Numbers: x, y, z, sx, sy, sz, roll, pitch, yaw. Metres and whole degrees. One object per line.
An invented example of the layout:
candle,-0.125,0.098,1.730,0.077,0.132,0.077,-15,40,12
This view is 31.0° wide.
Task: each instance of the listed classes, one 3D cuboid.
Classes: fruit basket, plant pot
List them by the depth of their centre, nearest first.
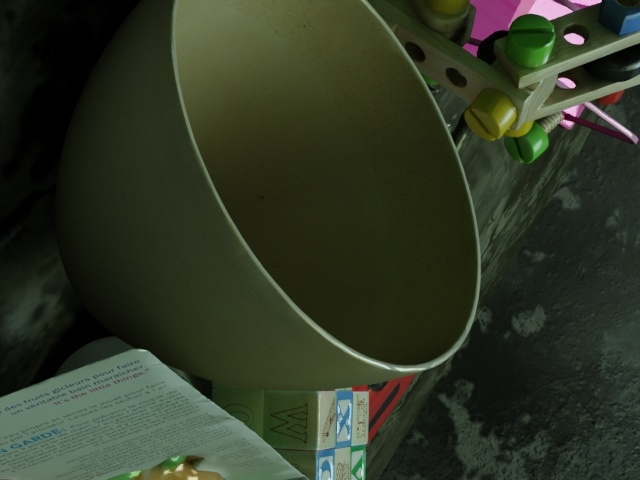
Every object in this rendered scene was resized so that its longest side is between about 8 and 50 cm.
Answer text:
fruit basket,-0.190,0.153,0.679,0.327,0.165,0.353,-20,150,7
plant pot,-0.056,-0.023,0.731,0.191,0.284,0.284,-26,-179,32

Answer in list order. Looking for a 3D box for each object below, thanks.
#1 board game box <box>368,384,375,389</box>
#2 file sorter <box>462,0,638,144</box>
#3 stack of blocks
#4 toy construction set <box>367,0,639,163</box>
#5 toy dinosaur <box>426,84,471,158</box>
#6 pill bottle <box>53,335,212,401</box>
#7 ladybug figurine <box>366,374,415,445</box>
board game box,-0.037,0.132,1.138,0.186,0.126,0.026,-36,162,1
file sorter,0.306,-0.273,1.207,0.291,0.202,0.182,-58,-155,5
stack of blocks,-0.012,0.056,0.923,0.171,0.087,0.297,21,70,-69
toy construction set,0.118,-0.165,0.881,0.237,0.257,0.309,-40,-176,-25
toy dinosaur,0.085,-0.070,1.223,0.313,0.121,0.160,-38,149,-53
pill bottle,-0.119,0.149,0.990,0.153,0.153,0.264,-58,163,2
ladybug figurine,-0.009,0.168,1.315,0.449,0.162,0.305,-52,163,-15
